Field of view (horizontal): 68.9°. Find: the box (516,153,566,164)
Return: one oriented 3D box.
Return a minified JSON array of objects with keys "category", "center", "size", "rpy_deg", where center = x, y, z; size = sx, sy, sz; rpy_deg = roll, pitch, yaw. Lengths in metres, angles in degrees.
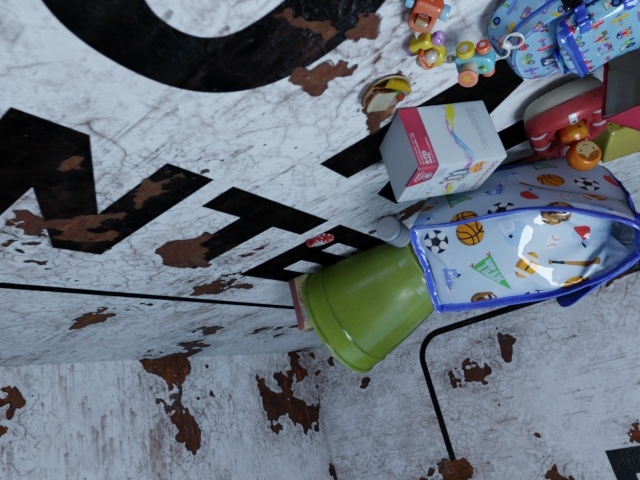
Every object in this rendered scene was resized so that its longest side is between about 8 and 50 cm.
[{"category":"box","center":[0.523,-0.118,1.189],"size":[0.122,0.128,0.256],"rpy_deg":[7,150,-45]}]

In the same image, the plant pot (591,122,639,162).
[{"category":"plant pot","center":[0.658,-0.239,1.041],"size":[0.081,0.082,0.083],"rpy_deg":[-20,148,15]}]

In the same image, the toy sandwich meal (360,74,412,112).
[{"category":"toy sandwich meal","center":[0.109,-0.233,0.753],"size":[0.085,0.029,0.086],"rpy_deg":[-13,160,-5]}]

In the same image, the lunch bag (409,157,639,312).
[{"category":"lunch bag","center":[0.420,-0.025,0.962],"size":[0.385,0.239,0.328],"rpy_deg":[-14,-160,27]}]

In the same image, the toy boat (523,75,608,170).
[{"category":"toy boat","center":[0.493,-0.205,0.908],"size":[0.150,0.151,0.231],"rpy_deg":[-25,157,25]}]

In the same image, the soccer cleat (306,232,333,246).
[{"category":"soccer cleat","center":[0.000,0.000,1.295],"size":[0.083,0.029,0.035],"rpy_deg":[-18,168,18]}]

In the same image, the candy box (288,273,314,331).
[{"category":"candy box","center":[0.022,0.235,1.695],"size":[0.087,0.183,0.316],"rpy_deg":[-25,157,25]}]

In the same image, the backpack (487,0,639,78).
[{"category":"backpack","center":[0.327,-0.289,0.634],"size":[0.173,0.117,0.158],"rpy_deg":[-24,158,28]}]

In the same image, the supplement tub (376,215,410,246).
[{"category":"supplement tub","center":[0.206,-0.023,1.307],"size":[0.071,0.071,0.107],"rpy_deg":[-24,157,23]}]

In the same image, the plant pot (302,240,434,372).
[{"category":"plant pot","center":[0.196,0.170,1.470],"size":[0.353,0.367,0.366],"rpy_deg":[-36,153,21]}]

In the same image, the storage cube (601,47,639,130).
[{"category":"storage cube","center":[0.534,-0.254,0.628],"size":[0.193,0.184,0.215],"rpy_deg":[11,169,-16]}]

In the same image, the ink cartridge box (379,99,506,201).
[{"category":"ink cartridge box","center":[0.222,-0.165,0.867],"size":[0.176,0.128,0.128],"rpy_deg":[-11,159,-13]}]

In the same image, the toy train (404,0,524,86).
[{"category":"toy train","center":[0.175,-0.260,0.622],"size":[0.166,0.046,0.125],"rpy_deg":[20,167,-8]}]
